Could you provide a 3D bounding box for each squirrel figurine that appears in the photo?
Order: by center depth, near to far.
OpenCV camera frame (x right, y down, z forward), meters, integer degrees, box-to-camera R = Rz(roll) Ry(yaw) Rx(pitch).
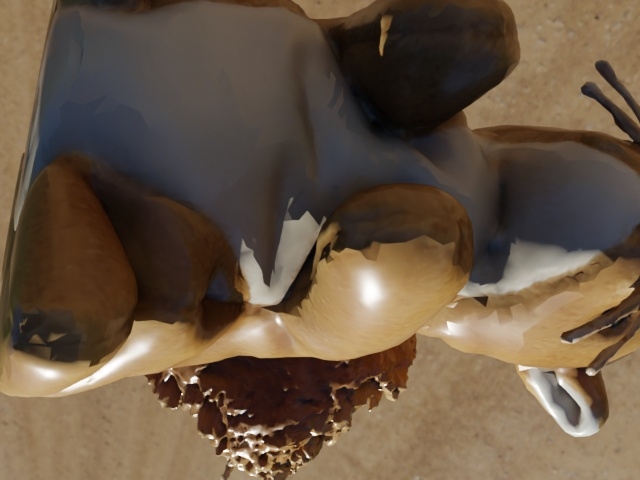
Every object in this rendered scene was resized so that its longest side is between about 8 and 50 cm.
[{"bbox_3d":[0.009,-0.002,0.563,0.370,0.281,0.397,10,155,-20],"label":"squirrel figurine"}]
